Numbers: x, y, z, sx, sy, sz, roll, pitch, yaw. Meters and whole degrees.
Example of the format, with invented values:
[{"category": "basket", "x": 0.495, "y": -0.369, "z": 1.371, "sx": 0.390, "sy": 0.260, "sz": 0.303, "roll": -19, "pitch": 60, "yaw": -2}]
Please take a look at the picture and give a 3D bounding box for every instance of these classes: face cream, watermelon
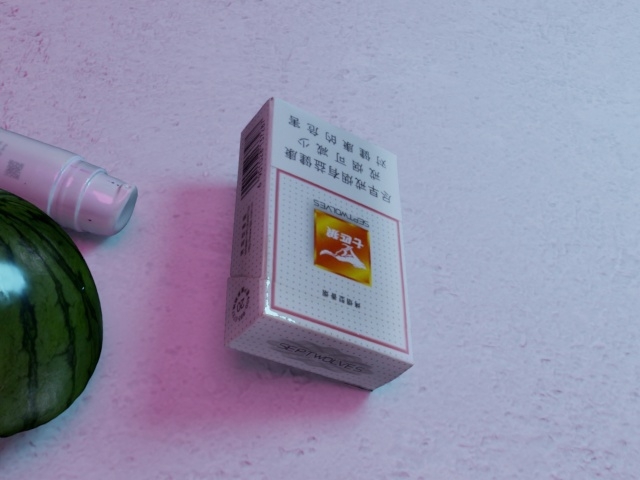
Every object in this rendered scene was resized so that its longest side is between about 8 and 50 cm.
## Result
[{"category": "face cream", "x": -0.403, "y": -0.091, "z": 0.989, "sx": 0.345, "sy": 0.102, "sz": 0.102, "roll": 21, "pitch": 54, "yaw": 4}, {"category": "watermelon", "x": -0.375, "y": 0.044, "z": 0.787, "sx": 0.331, "sy": 0.189, "sz": 0.331, "roll": 14, "pitch": 37, "yaw": -11}]

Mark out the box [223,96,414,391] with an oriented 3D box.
[{"category": "box", "x": 0.000, "y": 0.000, "z": 0.956, "sx": 0.210, "sy": 0.095, "sz": 0.330, "roll": 21, "pitch": 48, "yaw": -27}]
